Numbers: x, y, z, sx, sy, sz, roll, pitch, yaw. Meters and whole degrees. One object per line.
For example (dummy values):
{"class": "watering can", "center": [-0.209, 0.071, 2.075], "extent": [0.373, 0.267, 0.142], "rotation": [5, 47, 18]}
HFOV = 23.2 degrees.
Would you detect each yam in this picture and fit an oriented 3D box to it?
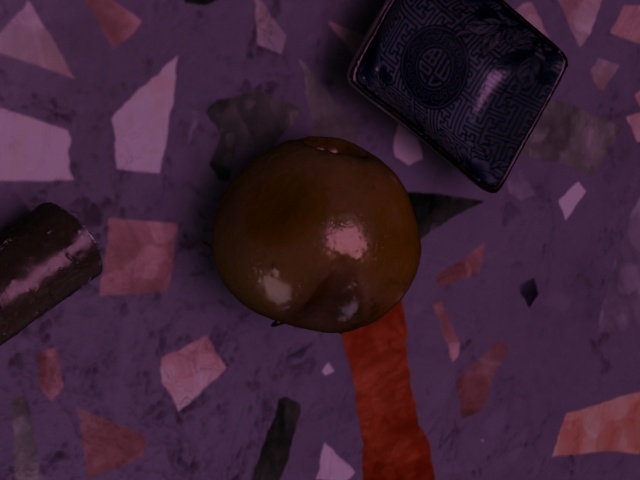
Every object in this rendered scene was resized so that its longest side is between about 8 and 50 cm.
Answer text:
{"class": "yam", "center": [-0.325, 0.068, 1.422], "extent": [0.259, 0.093, 0.093], "rotation": [-38, 118, -22]}

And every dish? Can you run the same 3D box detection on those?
{"class": "dish", "center": [0.134, -0.187, 1.681], "extent": [0.243, 0.080, 0.181], "rotation": [35, 80, -32]}

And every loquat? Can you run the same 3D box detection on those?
{"class": "loquat", "center": [-0.003, 0.001, 1.560], "extent": [0.213, 0.213, 0.213], "rotation": [-8, 104, -32]}
